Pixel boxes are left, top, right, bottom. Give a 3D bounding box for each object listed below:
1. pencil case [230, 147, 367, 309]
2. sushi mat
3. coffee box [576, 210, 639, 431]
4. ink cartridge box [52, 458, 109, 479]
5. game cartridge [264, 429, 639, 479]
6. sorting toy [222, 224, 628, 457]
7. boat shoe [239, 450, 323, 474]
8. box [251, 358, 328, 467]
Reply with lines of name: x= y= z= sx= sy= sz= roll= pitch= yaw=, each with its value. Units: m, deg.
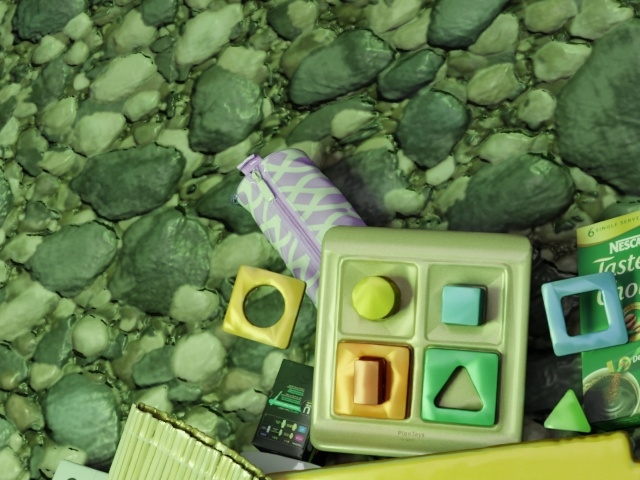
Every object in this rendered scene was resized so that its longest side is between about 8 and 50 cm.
pencil case: x=0.000 y=0.000 z=1.269 sx=0.086 sy=0.088 sz=0.206 roll=-41 pitch=61 yaw=5
sushi mat: x=-0.142 y=0.303 z=1.129 sx=0.151 sy=0.019 sz=0.316 roll=26 pitch=105 yaw=22
coffee box: x=0.274 y=0.063 z=1.153 sx=0.113 sy=0.040 sz=0.184 roll=-17 pitch=59 yaw=40
ink cartridge box: x=-0.174 y=0.327 z=1.201 sx=0.223 sy=0.045 sz=0.223 roll=11 pitch=71 yaw=22
game cartridge: x=0.117 y=0.308 z=1.068 sx=0.324 sy=0.053 sz=0.285 roll=-9 pitch=83 yaw=13
sorting toy: x=0.080 y=0.085 z=1.144 sx=0.348 sy=0.047 sz=0.195 roll=3 pitch=84 yaw=13
boat shoe: x=0.022 y=0.246 z=1.160 sx=0.229 sy=0.080 sz=0.076 roll=17 pitch=72 yaw=16
box: x=-0.017 y=0.158 z=1.216 sx=0.052 sy=0.062 sz=0.083 roll=13 pitch=72 yaw=22
